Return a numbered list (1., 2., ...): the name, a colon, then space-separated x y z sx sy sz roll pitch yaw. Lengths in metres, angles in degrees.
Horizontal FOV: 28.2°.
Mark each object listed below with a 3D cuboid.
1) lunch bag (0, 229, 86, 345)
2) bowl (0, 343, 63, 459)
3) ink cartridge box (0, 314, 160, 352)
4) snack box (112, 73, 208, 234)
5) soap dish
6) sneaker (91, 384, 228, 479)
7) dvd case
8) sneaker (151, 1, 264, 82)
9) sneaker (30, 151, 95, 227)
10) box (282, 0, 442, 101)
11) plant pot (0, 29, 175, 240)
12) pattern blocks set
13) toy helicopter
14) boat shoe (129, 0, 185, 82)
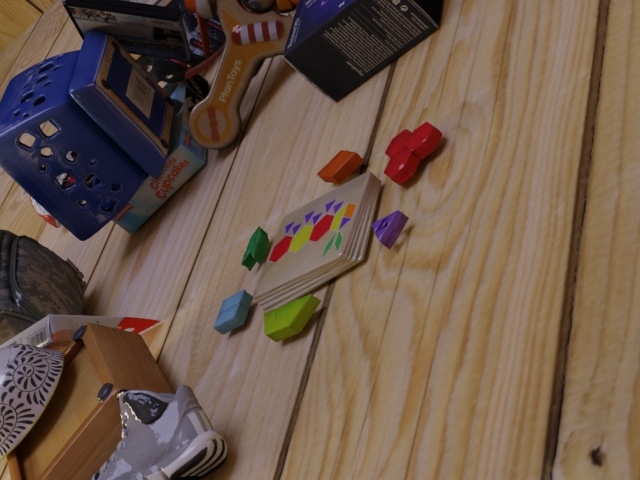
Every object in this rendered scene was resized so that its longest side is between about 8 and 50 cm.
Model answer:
1. lunch bag: -0.487 0.119 1.948 0.305 0.256 0.213 -114 44 -63
2. bowl: -0.410 0.191 1.619 0.170 0.080 0.170 -41 25 24
3. ink cartridge box: -0.332 0.146 1.766 0.145 0.179 0.045 -28 63 44
4. snack box: -0.277 -0.163 2.204 0.187 0.060 0.322 -42 25 20
5. soap dish: -0.289 0.238 1.583 0.229 0.118 0.291 -51 24 1
6. sneaker: -0.214 0.239 1.428 0.228 0.086 0.132 -35 65 16
7. dvd case: -0.307 -0.342 2.059 0.253 0.180 0.022 107 171 -83
8. sneaker: -0.169 -0.383 2.270 0.314 0.116 0.136 -49 -21 -11
9. sneaker: -0.497 -0.118 2.497 0.092 0.088 0.225 -32 30 35
10. box: 0.062 -0.315 1.760 0.207 0.108 0.153 -33 30 35
11. plant pot: -0.367 -0.182 2.044 0.212 0.236 0.236 -32 30 21
12. pattern blocks set: 0.000 0.000 1.521 0.325 0.026 0.285 -19 39 51
13. toy helicopter: -0.131 -0.317 1.998 0.140 0.235 0.355 -4 -64 -84
14. boat shoe: -0.192 -0.490 2.417 0.500 0.156 0.187 -44 20 -12
